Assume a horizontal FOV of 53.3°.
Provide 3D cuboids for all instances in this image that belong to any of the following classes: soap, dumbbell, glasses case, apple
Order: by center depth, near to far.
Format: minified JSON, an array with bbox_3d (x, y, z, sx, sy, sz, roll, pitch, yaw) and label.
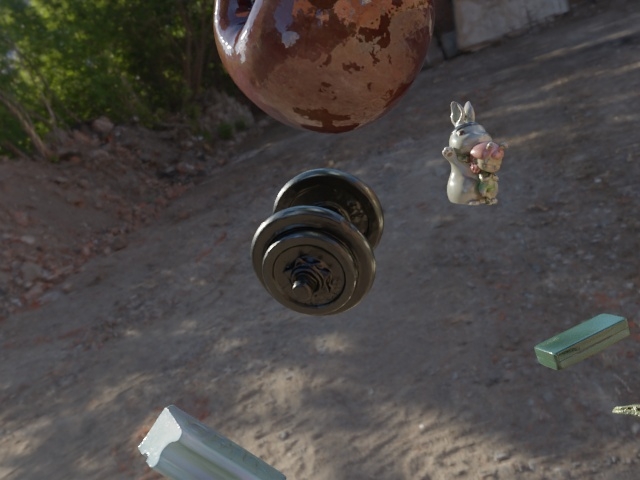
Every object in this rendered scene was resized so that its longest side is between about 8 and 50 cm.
[{"bbox_3d":[-0.005,-0.289,0.848,0.235,0.305,0.306,9,-4,-35],"label":"apple"},{"bbox_3d":[0.000,0.000,1.010,0.192,0.192,0.290,-15,26,20],"label":"dumbbell"},{"bbox_3d":[-0.214,0.446,1.268,0.095,0.289,0.173,-59,-5,-7],"label":"soap"},{"bbox_3d":[0.539,0.206,1.312,0.184,0.039,0.078,-22,8,-13],"label":"glasses case"}]

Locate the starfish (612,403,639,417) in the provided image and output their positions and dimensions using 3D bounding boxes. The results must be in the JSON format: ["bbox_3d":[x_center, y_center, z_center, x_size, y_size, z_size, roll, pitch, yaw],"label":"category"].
[{"bbox_3d":[0.594,0.290,1.066,0.223,0.050,0.217,-24,11,-34],"label":"starfish"}]

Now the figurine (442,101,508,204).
[{"bbox_3d":[0.231,-0.126,0.917,0.098,0.146,0.081,11,15,42],"label":"figurine"}]
